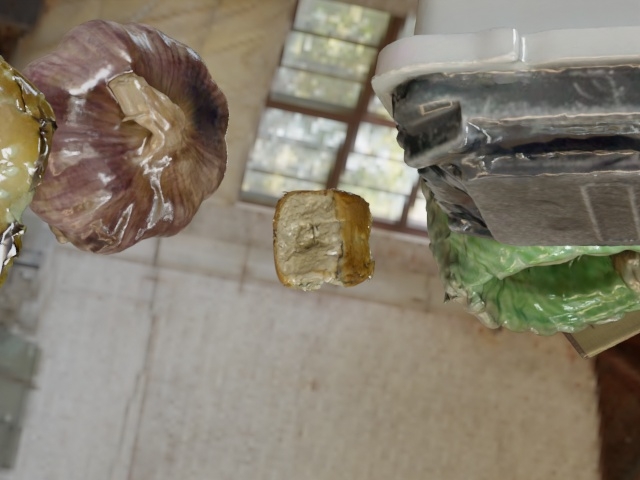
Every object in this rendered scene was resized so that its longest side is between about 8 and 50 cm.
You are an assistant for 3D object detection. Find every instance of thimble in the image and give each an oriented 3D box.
[{"bbox_3d":[0.197,-0.021,1.265,0.219,0.219,0.150,117,-33,-61],"label":"thimble"}]

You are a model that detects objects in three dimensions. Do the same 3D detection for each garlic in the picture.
[{"bbox_3d":[-0.187,-0.101,1.498,0.160,0.245,0.245,10,-91,50],"label":"garlic"}]

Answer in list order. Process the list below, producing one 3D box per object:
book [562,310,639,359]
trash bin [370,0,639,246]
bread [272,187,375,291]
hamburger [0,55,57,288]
[{"bbox_3d":[0.305,0.015,1.553,0.231,0.161,0.026,-35,-178,45],"label":"book"},{"bbox_3d":[0.200,-0.192,0.904,0.256,0.296,0.368,43,49,-68],"label":"trash bin"},{"bbox_3d":[-0.002,0.000,1.239,0.070,0.076,0.083,11,78,-62],"label":"bread"},{"bbox_3d":[-0.354,-0.008,1.049,0.318,0.277,0.195,-70,-169,-19],"label":"hamburger"}]
